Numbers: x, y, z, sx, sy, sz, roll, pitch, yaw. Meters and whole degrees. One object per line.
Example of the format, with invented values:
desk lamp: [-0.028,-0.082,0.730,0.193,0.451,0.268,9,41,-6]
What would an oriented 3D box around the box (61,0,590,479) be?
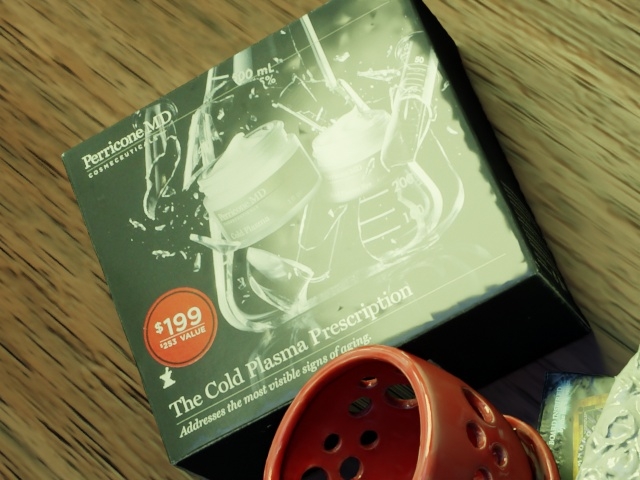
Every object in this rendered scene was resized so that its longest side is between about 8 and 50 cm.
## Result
box: [0.000,0.000,1.610,0.343,0.179,0.313,-29,63,11]

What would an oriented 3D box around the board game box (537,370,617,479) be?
board game box: [0.232,0.202,1.533,0.126,0.026,0.186,5,76,24]

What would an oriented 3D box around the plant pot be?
plant pot: [0.077,0.192,1.439,0.191,0.174,0.191,-29,50,41]

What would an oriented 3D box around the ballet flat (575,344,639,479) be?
ballet flat: [0.307,0.112,1.436,0.147,0.147,0.409,17,74,26]
